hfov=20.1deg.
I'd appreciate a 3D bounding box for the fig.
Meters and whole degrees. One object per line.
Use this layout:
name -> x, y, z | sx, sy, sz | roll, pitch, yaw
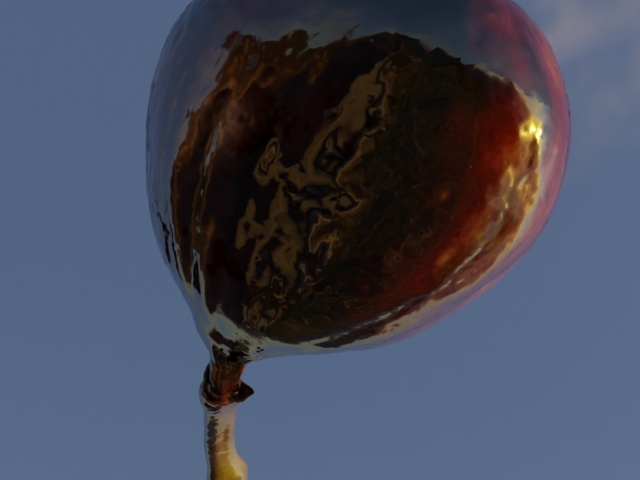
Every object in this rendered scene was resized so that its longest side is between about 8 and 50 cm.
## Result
fig -> -0.008, -0.014, 0.810 | 0.186, 0.204, 0.249 | 39, -99, -28
